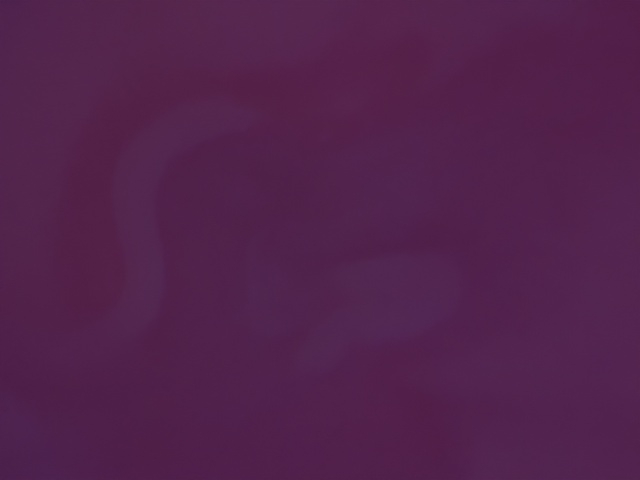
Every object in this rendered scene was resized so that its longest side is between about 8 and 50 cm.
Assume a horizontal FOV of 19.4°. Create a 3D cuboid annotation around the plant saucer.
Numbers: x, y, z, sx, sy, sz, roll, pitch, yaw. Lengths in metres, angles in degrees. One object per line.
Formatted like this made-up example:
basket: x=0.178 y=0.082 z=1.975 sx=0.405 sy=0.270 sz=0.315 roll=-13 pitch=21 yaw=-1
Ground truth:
plant saucer: x=0.000 y=0.000 z=0.417 sx=0.084 sy=0.332 sz=0.332 roll=110 pitch=-38 yaw=-87
